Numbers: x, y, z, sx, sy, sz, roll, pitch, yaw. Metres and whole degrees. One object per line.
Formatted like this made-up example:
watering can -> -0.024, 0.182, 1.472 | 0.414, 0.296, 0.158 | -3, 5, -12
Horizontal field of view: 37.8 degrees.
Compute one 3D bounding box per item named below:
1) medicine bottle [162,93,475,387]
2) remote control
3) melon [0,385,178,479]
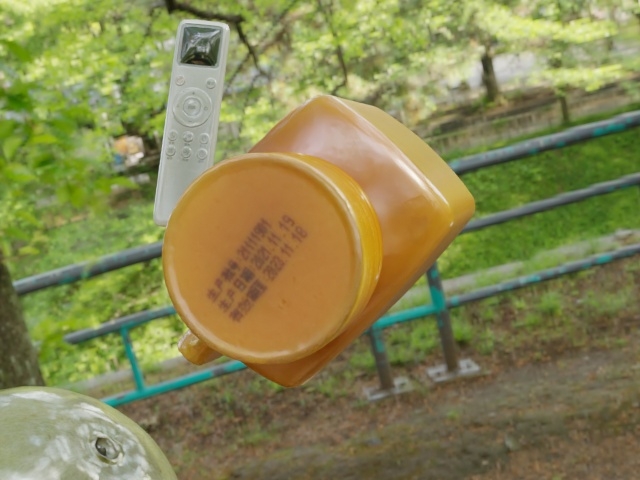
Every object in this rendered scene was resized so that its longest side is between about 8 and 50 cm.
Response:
medicine bottle -> -0.001, -0.001, 0.544 | 0.149, 0.112, 0.222 | -48, -8, 13
remote control -> -0.159, -0.144, 1.152 | 0.067, 0.261, 0.029 | 7, -3, 5
melon -> -0.246, 0.264, 0.680 | 0.330, 0.268, 0.268 | -49, 3, 16
